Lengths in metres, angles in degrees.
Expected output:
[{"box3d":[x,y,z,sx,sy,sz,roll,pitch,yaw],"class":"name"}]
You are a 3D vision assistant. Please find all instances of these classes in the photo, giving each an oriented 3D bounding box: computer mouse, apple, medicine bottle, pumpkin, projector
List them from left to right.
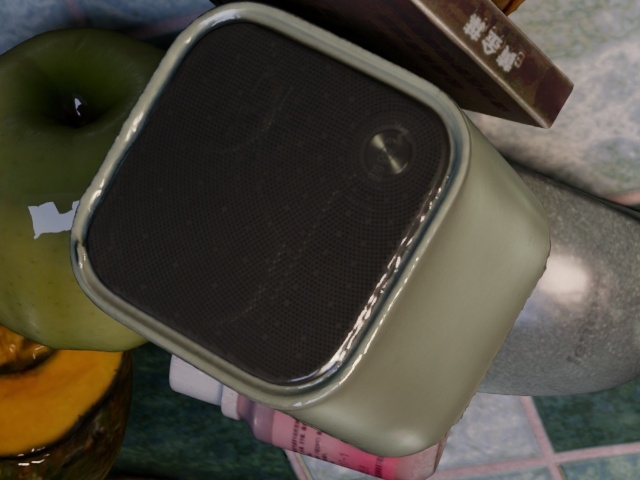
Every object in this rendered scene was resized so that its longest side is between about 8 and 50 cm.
[{"box3d":[-0.328,0.148,1.777,0.303,0.256,0.225,22,151,7],"class":"pumpkin"},{"box3d":[-0.193,-0.036,1.630,0.279,0.279,0.279,10,125,14],"class":"apple"},{"box3d":[-0.003,0.120,1.713,0.247,0.147,0.147,17,126,9],"class":"medicine bottle"},{"box3d":[0.000,0.000,1.430,0.248,0.249,0.248,28,86,24],"class":"projector"},{"box3d":[0.117,0.015,1.599,0.374,0.114,0.203,16,112,9],"class":"computer mouse"}]

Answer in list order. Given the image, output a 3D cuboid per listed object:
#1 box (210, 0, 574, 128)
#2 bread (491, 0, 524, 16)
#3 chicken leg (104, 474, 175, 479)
[{"box3d":[0.019,-0.170,1.426,0.180,0.047,0.325,38,168,-38],"class":"box"},{"box3d":[0.117,-0.336,1.349,0.277,0.167,0.324,34,126,-4],"class":"bread"},{"box3d":[-0.120,0.270,1.894,0.251,0.107,0.087,-3,104,12],"class":"chicken leg"}]
